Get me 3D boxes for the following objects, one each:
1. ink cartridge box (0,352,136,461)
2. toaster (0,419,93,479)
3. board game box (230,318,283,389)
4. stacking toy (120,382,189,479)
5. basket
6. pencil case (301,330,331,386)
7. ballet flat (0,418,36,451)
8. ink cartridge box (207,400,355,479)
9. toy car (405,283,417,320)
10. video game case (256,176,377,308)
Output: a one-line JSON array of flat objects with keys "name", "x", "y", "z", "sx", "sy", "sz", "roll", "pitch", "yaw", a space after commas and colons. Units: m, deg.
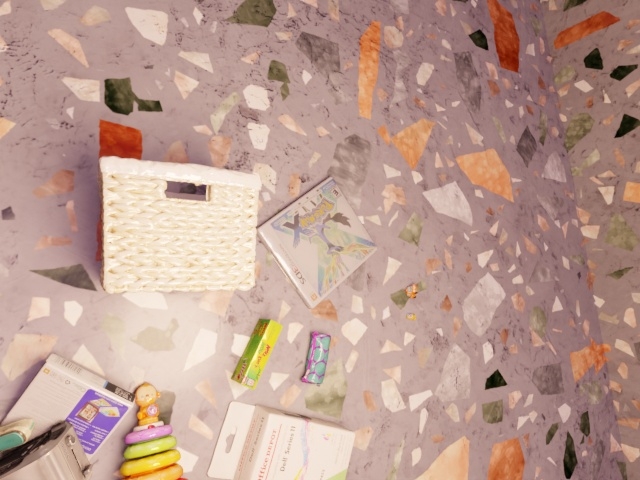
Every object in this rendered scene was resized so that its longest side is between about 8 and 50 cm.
[{"name": "ink cartridge box", "x": -0.559, "y": 0.383, "z": 0.890, "sx": 0.206, "sy": 0.045, "sz": 0.208, "roll": 37, "pitch": 97, "yaw": -18}, {"name": "toaster", "x": -0.589, "y": 0.491, "z": 0.815, "sx": 0.226, "sy": 0.129, "sz": 0.147, "roll": -26, "pitch": 98, "yaw": -7}, {"name": "board game box", "x": -0.175, "y": 0.309, "z": 1.108, "sx": 0.043, "sy": 0.092, "sz": 0.181, "roll": 33, "pitch": 68, "yaw": -21}, {"name": "stacking toy", "x": -0.398, "y": 0.491, "z": 0.942, "sx": 0.175, "sy": 0.165, "sz": 0.302, "roll": -1, "pitch": 67, "yaw": -30}, {"name": "basket", "x": -0.343, "y": -0.018, "z": 0.945, "sx": 0.328, "sy": 0.331, "sz": 0.267, "roll": 3, "pitch": 86, "yaw": -28}, {"name": "pencil case", "x": -0.012, "y": 0.354, "z": 1.206, "sx": 0.070, "sy": 0.064, "sz": 0.152, "roll": 30, "pitch": 66, "yaw": -48}, {"name": "ballet flat", "x": -0.673, "y": 0.413, "z": 0.831, "sx": 0.168, "sy": 0.052, "sz": 0.057, "roll": -15, "pitch": 110, "yaw": 0}, {"name": "ink cartridge box", "x": -0.098, "y": 0.580, "z": 1.089, "sx": 0.353, "sy": 0.119, "sz": 0.207, "roll": 23, "pitch": 72, "yaw": -24}, {"name": "toy car", "x": 0.320, "y": 0.216, "z": 1.419, "sx": 0.040, "sy": 0.060, "sz": 0.122, "roll": 5, "pitch": 70, "yaw": 4}, {"name": "video game case", "x": 0.000, "y": 0.000, "z": 1.289, "sx": 0.329, "sy": 0.036, "sz": 0.300, "roll": -39, "pitch": 101, "yaw": -28}]
